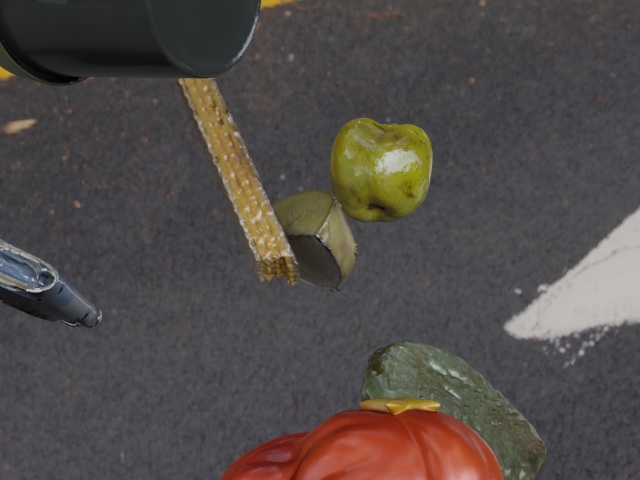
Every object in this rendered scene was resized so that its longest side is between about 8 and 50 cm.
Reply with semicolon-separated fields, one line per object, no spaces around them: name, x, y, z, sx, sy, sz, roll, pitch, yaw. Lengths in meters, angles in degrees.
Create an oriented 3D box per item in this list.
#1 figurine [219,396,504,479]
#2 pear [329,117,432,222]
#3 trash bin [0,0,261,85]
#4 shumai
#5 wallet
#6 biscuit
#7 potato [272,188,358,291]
figurine;0.020;0.220;0.743;0.208;0.257;0.181;18;58;17
pear;0.112;-0.129;1.885;0.200;0.200;0.200;4;50;-4
trash bin;-0.244;-0.272;1.094;0.333;0.214;0.214;8;44;32
shumai;0.120;0.256;1.193;0.272;0.204;0.222;33;18;-26
wallet;-0.370;0.049;1.254;0.170;0.231;0.069;27;77;8
biscuit;-0.125;-0.106;1.448;0.054;0.094;0.379;-22;71;-7
potato;0.000;0.000;1.505;0.138;0.243;0.098;46;71;-23
